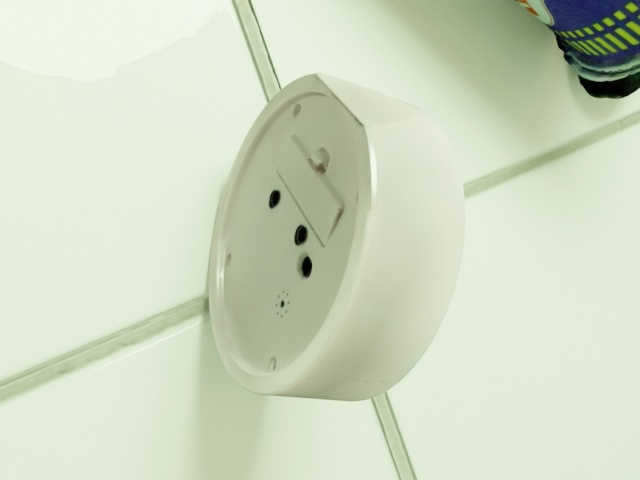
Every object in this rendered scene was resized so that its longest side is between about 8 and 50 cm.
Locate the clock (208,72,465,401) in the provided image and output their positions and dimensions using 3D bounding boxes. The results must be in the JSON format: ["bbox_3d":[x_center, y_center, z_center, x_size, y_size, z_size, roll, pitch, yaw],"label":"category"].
[{"bbox_3d":[0.000,0.000,0.464,0.068,0.197,0.196,13,79,-31],"label":"clock"}]

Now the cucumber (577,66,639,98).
[{"bbox_3d":[0.323,-0.254,0.714,0.115,0.063,0.243,21,93,16],"label":"cucumber"}]

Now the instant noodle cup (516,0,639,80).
[{"bbox_3d":[0.170,-0.321,0.572,0.312,0.284,0.284,25,73,-17],"label":"instant noodle cup"}]
